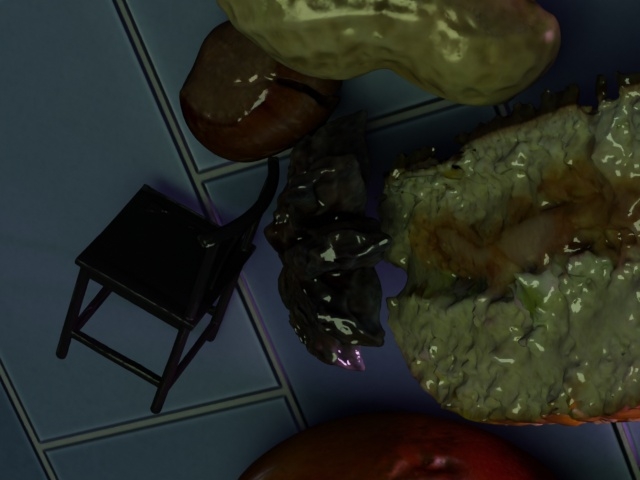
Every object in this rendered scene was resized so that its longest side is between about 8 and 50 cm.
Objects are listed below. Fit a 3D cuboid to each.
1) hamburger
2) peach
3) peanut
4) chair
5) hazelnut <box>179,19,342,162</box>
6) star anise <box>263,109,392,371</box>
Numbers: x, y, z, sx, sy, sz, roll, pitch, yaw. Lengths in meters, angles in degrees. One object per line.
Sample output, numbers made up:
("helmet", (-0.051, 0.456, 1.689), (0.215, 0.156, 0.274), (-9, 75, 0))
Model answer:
("hamburger", (0.261, 0.018, 1.342), (0.445, 0.287, 0.268), (-23, 73, 61))
("peach", (0.064, 0.351, 1.566), (0.406, 0.310, 0.335), (14, 113, 16))
("peanut", (0.055, -0.200, 1.356), (0.305, 0.147, 0.147), (10, 116, 7))
("chair", (-0.150, 0.024, 1.561), (0.141, 0.154, 0.260), (29, 131, 6))
("hazelnut", (-0.055, -0.142, 1.493), (0.143, 0.143, 0.154), (44, 101, -3))
("star anise", (0.000, -0.001, 1.473), (0.109, 0.223, 0.236), (2, 116, -5))
